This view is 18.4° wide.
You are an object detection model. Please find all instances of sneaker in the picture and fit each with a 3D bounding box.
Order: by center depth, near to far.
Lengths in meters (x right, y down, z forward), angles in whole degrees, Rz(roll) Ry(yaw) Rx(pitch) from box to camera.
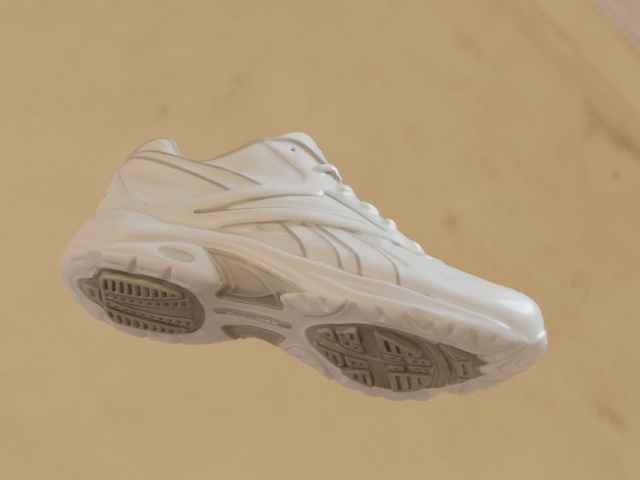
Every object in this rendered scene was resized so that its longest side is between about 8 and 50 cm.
[{"bbox_3d":[0.000,0.000,0.944,0.232,0.090,0.115,15,-121,3],"label":"sneaker"}]
